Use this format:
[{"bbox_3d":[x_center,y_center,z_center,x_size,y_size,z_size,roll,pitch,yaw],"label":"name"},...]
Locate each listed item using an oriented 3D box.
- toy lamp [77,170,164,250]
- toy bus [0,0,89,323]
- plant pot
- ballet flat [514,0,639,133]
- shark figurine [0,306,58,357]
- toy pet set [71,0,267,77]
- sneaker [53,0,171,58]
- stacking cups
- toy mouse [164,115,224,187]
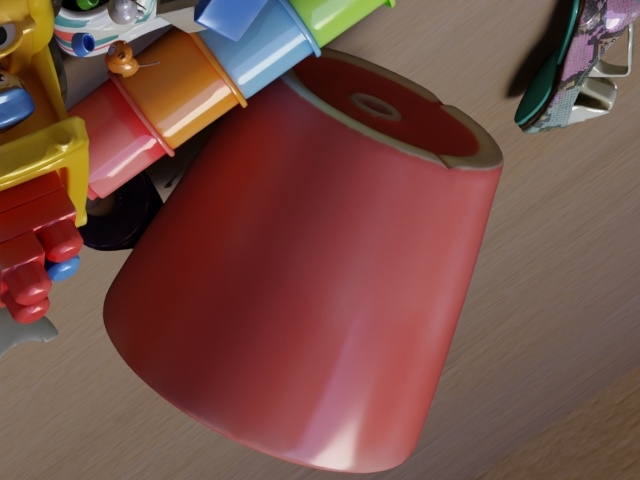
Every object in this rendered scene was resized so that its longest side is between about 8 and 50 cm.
[{"bbox_3d":[-0.192,-0.043,1.475,0.080,0.080,0.275,-34,161,11],"label":"toy lamp"},{"bbox_3d":[-0.207,-0.064,1.208,0.149,0.211,0.220,-21,157,-19],"label":"toy bus"},{"bbox_3d":[0.000,0.000,1.490,0.275,0.275,0.243,-3,123,-53],"label":"plant pot"},{"bbox_3d":[0.241,-0.158,1.795,0.079,0.077,0.221,17,147,-3],"label":"ballet flat"},{"bbox_3d":[-0.316,-0.004,1.324,0.116,0.278,0.166,-68,168,-58],"label":"shark figurine"},{"bbox_3d":[-0.089,-0.160,1.220,0.065,0.122,0.114,-9,160,34],"label":"toy pet set"},{"bbox_3d":[-0.110,-0.177,1.294,0.161,0.057,0.075,-27,166,-1],"label":"sneaker"},{"bbox_3d":[-0.052,-0.149,1.366,0.316,0.096,0.096,-34,160,2],"label":"stacking cups"},{"bbox_3d":[-0.060,-0.120,1.542,0.161,0.031,0.143,-27,157,-16],"label":"toy mouse"}]
